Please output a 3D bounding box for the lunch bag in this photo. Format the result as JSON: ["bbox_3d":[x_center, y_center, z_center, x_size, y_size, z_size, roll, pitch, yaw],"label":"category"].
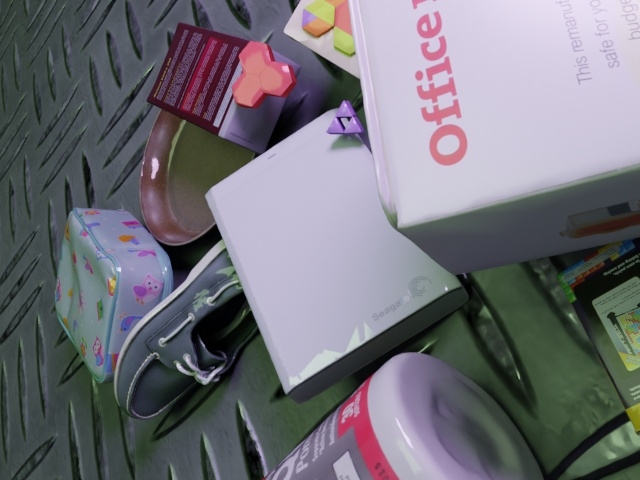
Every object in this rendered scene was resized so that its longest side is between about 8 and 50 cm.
[{"bbox_3d":[-0.327,0.082,1.070,0.279,0.107,0.224,35,119,50],"label":"lunch bag"}]

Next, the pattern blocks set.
[{"bbox_3d":[0.049,-0.280,0.780,0.285,0.026,0.325,19,95,19],"label":"pattern blocks set"}]

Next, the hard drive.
[{"bbox_3d":[0.000,0.000,0.769,0.203,0.040,0.308,-33,50,5],"label":"hard drive"}]

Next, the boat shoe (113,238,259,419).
[{"bbox_3d":[-0.162,0.131,0.889,0.319,0.116,0.099,-50,42,15],"label":"boat shoe"}]

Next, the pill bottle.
[{"bbox_3d":[0.024,0.259,0.597,0.318,0.176,0.176,-48,46,23],"label":"pill bottle"}]

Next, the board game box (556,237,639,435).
[{"bbox_3d":[0.282,0.044,0.500,0.170,0.048,0.141,-38,53,31],"label":"board game box"}]

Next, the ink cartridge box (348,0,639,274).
[{"bbox_3d":[0.226,-0.159,0.452,0.384,0.160,0.279,-14,69,21],"label":"ink cartridge box"}]

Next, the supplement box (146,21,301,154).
[{"bbox_3d":[-0.142,-0.216,0.954,0.239,0.073,0.130,31,99,46],"label":"supplement box"}]

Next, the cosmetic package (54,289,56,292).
[{"bbox_3d":[-0.438,0.075,1.256,0.115,0.041,0.060,-51,45,21],"label":"cosmetic package"}]

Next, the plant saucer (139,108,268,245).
[{"bbox_3d":[-0.173,-0.138,1.048,0.310,0.050,0.311,-20,62,42],"label":"plant saucer"}]
